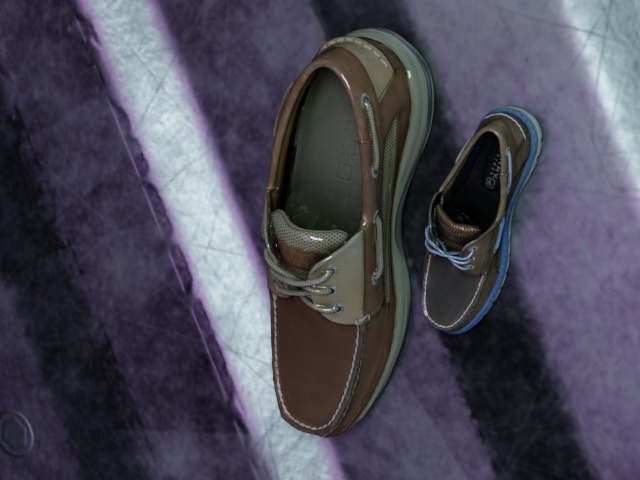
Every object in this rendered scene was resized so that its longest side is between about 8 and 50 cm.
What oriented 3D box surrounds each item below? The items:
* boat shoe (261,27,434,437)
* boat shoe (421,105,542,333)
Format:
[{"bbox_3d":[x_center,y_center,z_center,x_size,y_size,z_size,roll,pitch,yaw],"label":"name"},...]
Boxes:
[{"bbox_3d":[0.000,0.000,1.200,0.123,0.116,0.324,13,106,28],"label":"boat shoe"},{"bbox_3d":[0.106,-0.012,1.166,0.066,0.066,0.183,23,110,25],"label":"boat shoe"}]
